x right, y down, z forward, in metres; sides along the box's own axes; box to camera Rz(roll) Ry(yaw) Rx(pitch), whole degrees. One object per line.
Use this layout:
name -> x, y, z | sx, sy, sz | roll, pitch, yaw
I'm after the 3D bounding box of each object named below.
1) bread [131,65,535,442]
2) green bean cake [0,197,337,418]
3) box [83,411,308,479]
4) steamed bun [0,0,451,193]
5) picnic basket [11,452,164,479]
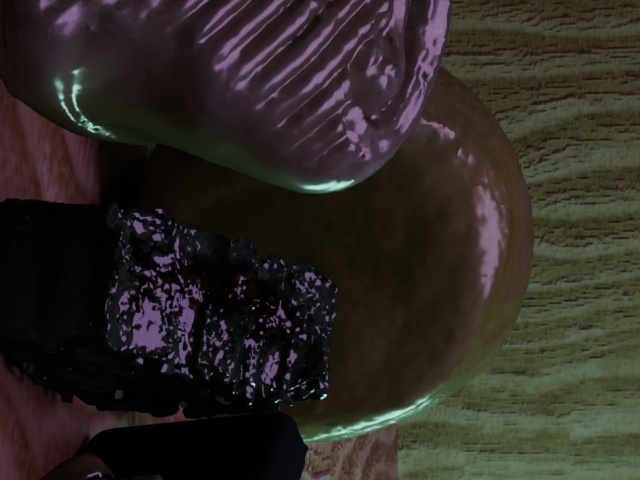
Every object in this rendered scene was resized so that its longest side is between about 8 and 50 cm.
bread -> 0.004, -0.002, 1.531 | 0.237, 0.320, 0.321 | -32, 121, -66
green bean cake -> -0.100, 0.043, 1.248 | 0.208, 0.193, 0.107 | 59, 36, -70
box -> -0.100, 0.186, 1.310 | 0.230, 0.160, 0.050 | -70, 151, -66
steamed bun -> -0.087, -0.198, 1.117 | 0.324, 0.219, 0.310 | 20, 79, -36
picnic basket -> -0.148, 0.260, 1.054 | 0.165, 0.139, 0.267 | 72, 19, -61
